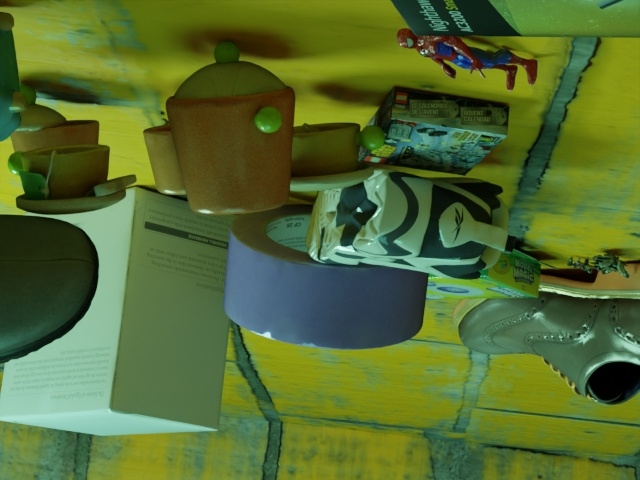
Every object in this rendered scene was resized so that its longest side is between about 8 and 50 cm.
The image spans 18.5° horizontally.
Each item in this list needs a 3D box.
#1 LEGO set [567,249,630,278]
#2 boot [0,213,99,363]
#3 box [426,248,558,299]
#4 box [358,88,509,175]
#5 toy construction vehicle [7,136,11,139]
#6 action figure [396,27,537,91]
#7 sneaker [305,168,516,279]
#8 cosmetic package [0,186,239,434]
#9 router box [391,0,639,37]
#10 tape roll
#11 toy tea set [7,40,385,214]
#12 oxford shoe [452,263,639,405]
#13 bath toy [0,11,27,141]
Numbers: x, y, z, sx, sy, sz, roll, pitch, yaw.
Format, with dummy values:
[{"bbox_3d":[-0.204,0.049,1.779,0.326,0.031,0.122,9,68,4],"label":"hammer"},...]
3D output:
[{"bbox_3d":[0.282,0.020,1.974,0.054,0.023,0.083,22,174,-43],"label":"LEGO set"},{"bbox_3d":[-0.325,0.012,1.394,0.338,0.118,0.223,-6,161,-9],"label":"boot"},{"bbox_3d":[0.146,0.032,2.035,0.179,0.043,0.105,-5,163,37],"label":"box"},{"bbox_3d":[0.088,-0.085,1.572,0.094,0.027,0.137,7,167,-9],"label":"box"},{"bbox_3d":[-0.319,-0.108,1.678,0.098,0.035,0.086,3,161,23],"label":"toy construction vehicle"},{"bbox_3d":[0.100,-0.129,1.378,0.115,0.030,0.038,17,169,-33],"label":"action figure"},{"bbox_3d":[0.085,-0.012,1.700,0.153,0.094,0.235,15,171,-17],"label":"sneaker"},{"bbox_3d":[-0.206,0.081,2.009,0.138,0.225,0.224,16,165,-36],"label":"cosmetic package"},{"bbox_3d":[0.129,-0.187,0.976,0.243,0.081,0.309,3,167,18],"label":"router box"},{"bbox_3d":[0.006,0.031,1.826,0.189,0.080,0.189,5,-162,-1],"label":"tape roll"},{"bbox_3d":[-0.129,-0.093,1.532,0.336,0.124,0.200,0,-170,24],"label":"toy tea set"},{"bbox_3d":[0.266,0.106,2.091,0.130,0.133,0.363,14,165,-33],"label":"oxford shoe"},{"bbox_3d":[-0.305,-0.133,1.271,0.129,0.151,0.348,-12,162,9],"label":"bath toy"}]
